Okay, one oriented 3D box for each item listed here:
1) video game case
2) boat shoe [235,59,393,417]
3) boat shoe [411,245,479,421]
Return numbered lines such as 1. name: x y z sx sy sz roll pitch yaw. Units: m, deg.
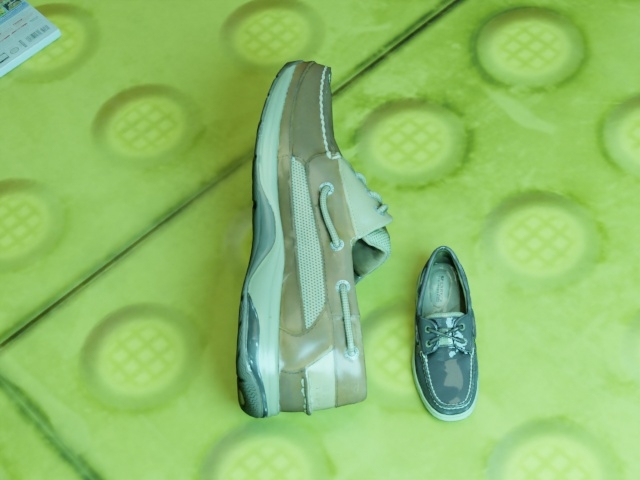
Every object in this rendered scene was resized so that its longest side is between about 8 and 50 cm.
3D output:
1. video game case: -0.334 -0.218 1.427 0.087 0.011 0.122 -39 60 -19
2. boat shoe: 0.000 0.000 1.182 0.120 0.122 0.324 3 63 2
3. boat shoe: 0.099 0.073 1.149 0.056 0.049 0.152 -6 55 1
